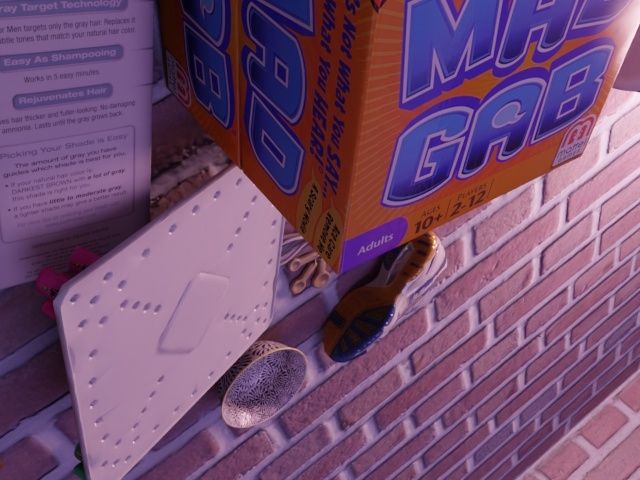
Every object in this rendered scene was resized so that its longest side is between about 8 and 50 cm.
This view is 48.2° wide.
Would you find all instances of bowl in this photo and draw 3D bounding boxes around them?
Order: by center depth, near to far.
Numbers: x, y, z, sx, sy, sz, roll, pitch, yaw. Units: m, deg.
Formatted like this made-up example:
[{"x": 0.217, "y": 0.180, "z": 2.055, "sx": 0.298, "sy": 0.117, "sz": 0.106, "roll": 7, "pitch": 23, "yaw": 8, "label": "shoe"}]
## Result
[{"x": -0.113, "y": 0.227, "z": 1.213, "sx": 0.170, "sy": 0.080, "sz": 0.170, "roll": -24, "pitch": 135, "yaw": -27, "label": "bowl"}]

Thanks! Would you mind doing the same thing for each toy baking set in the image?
[{"x": 0.005, "y": -0.004, "z": 1.167, "sx": 0.197, "sy": 0.030, "sz": 0.256, "roll": -43, "pitch": 142, "yaw": -6, "label": "toy baking set"}]

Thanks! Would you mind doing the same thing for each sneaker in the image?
[{"x": 0.133, "y": 0.119, "z": 1.328, "sx": 0.296, "sy": 0.112, "sz": 0.131, "roll": -48, "pitch": 142, "yaw": 1, "label": "sneaker"}]

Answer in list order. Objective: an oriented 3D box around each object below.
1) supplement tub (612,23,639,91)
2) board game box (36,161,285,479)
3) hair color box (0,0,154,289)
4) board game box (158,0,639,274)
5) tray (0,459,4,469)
[{"x": 0.631, "y": -0.374, "z": 1.282, "sx": 0.316, "sy": 0.228, "sz": 0.228, "roll": -6, "pitch": 126, "yaw": -41, "label": "supplement tub"}, {"x": -0.178, "y": 0.084, "z": 0.918, "sx": 0.390, "sy": 0.050, "sz": 0.389, "roll": -44, "pitch": 154, "yaw": -42, "label": "board game box"}, {"x": -0.276, "y": -0.144, "z": 0.716, "sx": 0.185, "sy": 0.113, "sz": 0.374, "roll": -17, "pitch": 134, "yaw": -34, "label": "hair color box"}, {"x": 0.071, "y": -0.260, "z": 0.717, "sx": 0.356, "sy": 0.356, "sz": 0.356, "roll": -25, "pitch": 144, "yaw": -26, "label": "board game box"}, {"x": -0.500, "y": 0.156, "z": 0.666, "sx": 0.203, "sy": 0.076, "sz": 0.410, "roll": -50, "pitch": 132, "yaw": -37, "label": "tray"}]
